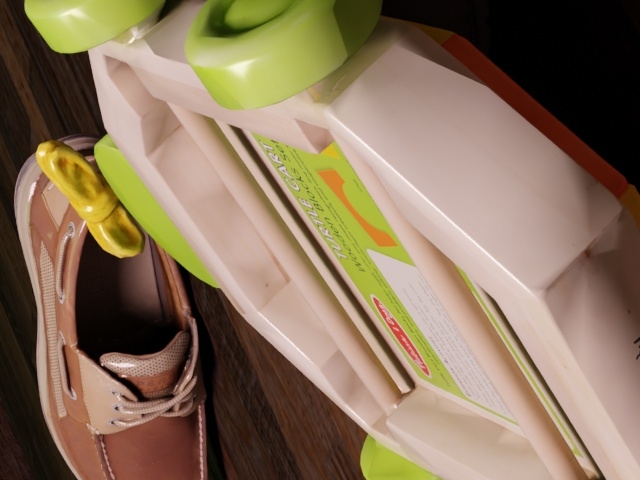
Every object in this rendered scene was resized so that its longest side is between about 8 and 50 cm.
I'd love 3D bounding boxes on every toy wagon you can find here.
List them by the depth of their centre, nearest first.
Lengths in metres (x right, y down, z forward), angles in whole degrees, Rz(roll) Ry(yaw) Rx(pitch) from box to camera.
[{"bbox_3d":[0.000,0.000,0.607,0.344,0.068,0.267,24,153,55],"label":"toy wagon"}]

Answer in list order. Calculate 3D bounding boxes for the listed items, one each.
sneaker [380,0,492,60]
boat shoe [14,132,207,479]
[{"bbox_3d":[-0.055,-0.161,0.637,0.330,0.146,0.122,61,159,20],"label":"sneaker"},{"bbox_3d":[-0.144,0.086,1.218,0.116,0.123,0.324,35,143,58],"label":"boat shoe"}]
